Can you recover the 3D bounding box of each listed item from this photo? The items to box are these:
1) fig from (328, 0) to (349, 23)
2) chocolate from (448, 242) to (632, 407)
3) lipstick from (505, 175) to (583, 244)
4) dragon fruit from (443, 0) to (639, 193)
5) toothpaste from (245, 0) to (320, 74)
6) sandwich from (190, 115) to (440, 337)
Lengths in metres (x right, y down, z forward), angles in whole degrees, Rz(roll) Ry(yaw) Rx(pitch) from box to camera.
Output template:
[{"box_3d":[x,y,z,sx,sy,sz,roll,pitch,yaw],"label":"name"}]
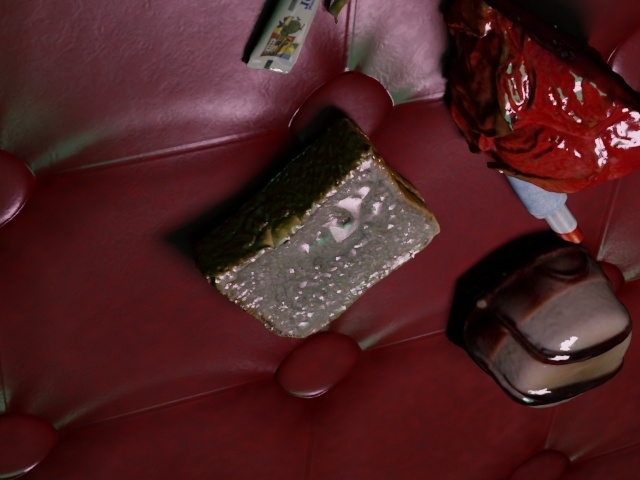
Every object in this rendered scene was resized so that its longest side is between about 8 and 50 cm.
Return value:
[{"box_3d":[0.094,-0.343,1.696,0.159,0.159,0.257,14,142,-38],"label":"fig"},{"box_3d":[0.371,0.158,2.263,0.283,0.186,0.283,-15,143,-12],"label":"chocolate"},{"box_3d":[0.347,-0.061,2.155,0.068,0.061,0.274,-39,143,5],"label":"lipstick"},{"box_3d":[0.278,-0.231,1.904,0.302,0.240,0.330,-25,123,37],"label":"dragon fruit"},{"box_3d":[-0.019,-0.308,1.723,0.067,0.037,0.255,3,132,-32],"label":"toothpaste"},{"box_3d":[0.000,0.000,1.984,0.301,0.099,0.271,-40,138,9],"label":"sandwich"}]
